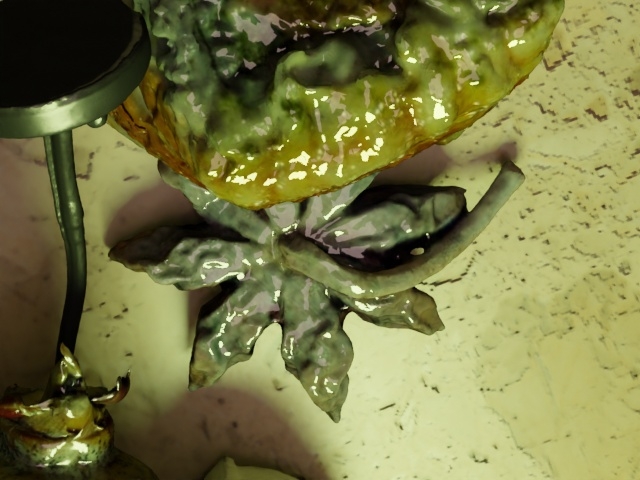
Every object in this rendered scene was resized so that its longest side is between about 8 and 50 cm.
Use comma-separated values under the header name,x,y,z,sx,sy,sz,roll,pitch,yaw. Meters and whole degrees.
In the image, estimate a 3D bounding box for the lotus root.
name,x,y,z,sx,sy,sz,roll,pitch,yaw
lotus root,-0.151,0.184,1.040,0.154,0.154,0.278,-1,99,-5

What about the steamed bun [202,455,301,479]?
name,x,y,z,sx,sy,sz,roll,pitch,yaw
steamed bun,-0.056,0.277,1.184,0.164,0.146,0.242,34,105,-10

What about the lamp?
name,x,y,z,sx,sy,sz,roll,pitch,yaw
lamp,-0.161,0.000,1.056,0.130,0.108,0.371,-33,155,-24

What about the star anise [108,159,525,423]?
name,x,y,z,sx,sy,sz,roll,pitch,yaw
star anise,0.000,-0.001,1.115,0.262,0.081,0.230,-12,94,1

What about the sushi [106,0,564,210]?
name,x,y,z,sx,sy,sz,roll,pitch,yaw
sushi,-0.009,-0.120,1.006,0.274,0.139,0.184,-26,88,-3
